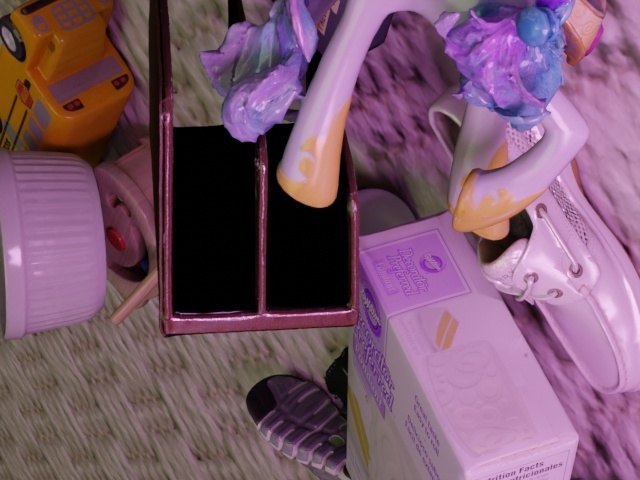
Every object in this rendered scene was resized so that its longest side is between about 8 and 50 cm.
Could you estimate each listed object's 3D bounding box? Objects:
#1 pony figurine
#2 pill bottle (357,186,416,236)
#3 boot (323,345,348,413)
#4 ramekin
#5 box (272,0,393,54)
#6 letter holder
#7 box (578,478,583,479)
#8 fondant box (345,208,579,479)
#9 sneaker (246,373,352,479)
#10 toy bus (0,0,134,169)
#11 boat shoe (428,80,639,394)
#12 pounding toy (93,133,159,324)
[{"bbox_3d":[0.066,-0.188,0.994,0.351,0.303,0.363,31,128,-1],"label":"pony figurine"},{"bbox_3d":[0.000,0.000,1.442,0.184,0.103,0.103,8,123,56],"label":"pill bottle"},{"bbox_3d":[0.051,0.146,1.564,0.099,0.045,0.121,50,151,23],"label":"boot"},{"bbox_3d":[-0.297,0.000,1.704,0.207,0.109,0.207,175,90,-73],"label":"ramekin"},{"bbox_3d":[-0.003,-0.276,1.231,0.183,0.059,0.233,49,150,22],"label":"box"},{"bbox_3d":[-0.060,-0.100,1.258,0.302,0.152,0.214,-102,11,-57],"label":"letter holder"},{"bbox_3d":[0.253,0.318,1.401,0.186,0.038,0.145,50,150,15],"label":"box"},{"bbox_3d":[0.103,0.174,1.303,0.330,0.096,0.238,91,159,-48],"label":"fondant box"},{"bbox_3d":[0.008,0.245,1.686,0.228,0.086,0.132,34,145,38],"label":"sneaker"},{"bbox_3d":[-0.297,-0.158,1.770,0.130,0.108,0.333,56,152,8],"label":"toy bus"},{"bbox_3d":[0.159,0.005,1.194,0.277,0.096,0.098,62,152,-4],"label":"boat shoe"},{"bbox_3d":[-0.211,-0.007,1.723,0.154,0.155,0.269,56,152,-2],"label":"pounding toy"}]
